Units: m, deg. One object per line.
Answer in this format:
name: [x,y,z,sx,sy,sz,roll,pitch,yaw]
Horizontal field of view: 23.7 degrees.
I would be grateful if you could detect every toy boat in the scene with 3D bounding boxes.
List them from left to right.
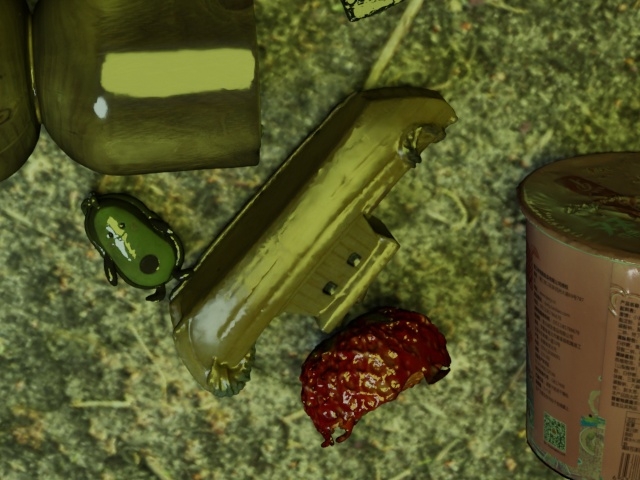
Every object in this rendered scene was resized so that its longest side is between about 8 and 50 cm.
toy boat: [0.000,0.000,1.305,0.121,0.089,0.321,39,98,-21]

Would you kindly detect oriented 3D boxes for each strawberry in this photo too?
strawberry: [0.042,0.111,1.325,0.145,0.145,0.086,-35,90,5]

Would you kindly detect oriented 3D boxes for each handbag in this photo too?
handbag: [-0.164,0.000,1.307,0.072,0.047,0.111,-40,110,6]

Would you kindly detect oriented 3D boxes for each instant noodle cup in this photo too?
instant noodle cup: [0.280,0.072,1.291,0.243,0.243,0.231,-2,114,-6]

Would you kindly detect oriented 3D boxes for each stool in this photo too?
stool: [-0.182,-0.137,1.192,0.264,0.179,0.179,-5,108,-5]

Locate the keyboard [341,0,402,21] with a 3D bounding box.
keyboard: [0.117,-0.257,1.271,0.231,0.023,0.072,-23,106,1]
